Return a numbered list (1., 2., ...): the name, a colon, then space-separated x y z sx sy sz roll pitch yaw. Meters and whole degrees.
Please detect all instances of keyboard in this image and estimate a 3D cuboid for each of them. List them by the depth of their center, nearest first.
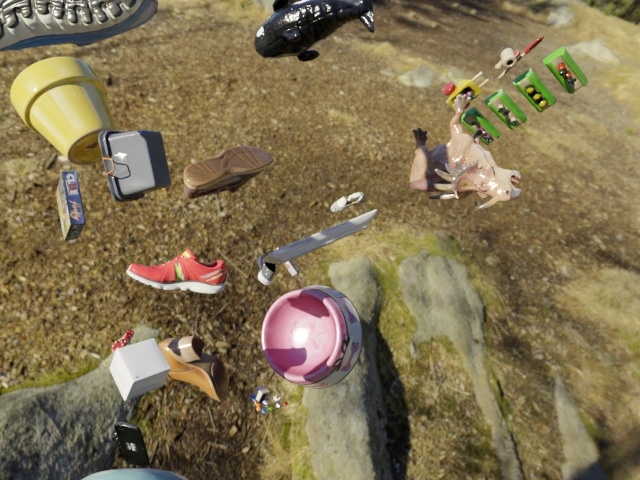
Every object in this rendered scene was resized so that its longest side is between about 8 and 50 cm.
1. keyboard: -0.511 0.540 1.205 0.100 0.192 0.038 10 34 6

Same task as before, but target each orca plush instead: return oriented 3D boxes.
1. orca plush: -0.027 -0.445 0.972 0.287 0.151 0.102 3 49 15

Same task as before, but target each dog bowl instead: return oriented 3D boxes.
1. dog bowl: -0.050 0.366 1.726 0.408 0.408 0.150 44 8 28

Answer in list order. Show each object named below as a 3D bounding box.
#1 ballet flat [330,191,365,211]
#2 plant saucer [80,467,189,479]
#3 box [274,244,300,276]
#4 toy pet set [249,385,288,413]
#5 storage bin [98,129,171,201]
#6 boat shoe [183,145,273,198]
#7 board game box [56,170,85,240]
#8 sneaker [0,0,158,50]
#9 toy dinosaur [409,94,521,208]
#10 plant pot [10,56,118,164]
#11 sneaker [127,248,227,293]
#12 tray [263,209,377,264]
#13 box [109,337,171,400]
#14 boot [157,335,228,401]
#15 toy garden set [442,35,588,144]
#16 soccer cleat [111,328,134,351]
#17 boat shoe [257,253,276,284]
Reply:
1. ballet flat: 0.084 -0.123 1.367 0.114 0.041 0.041 -20 47 -6
2. plant saucer: -0.469 0.634 1.128 0.317 0.317 0.044 8 47 -16
3. box: -0.140 0.086 1.908 0.137 0.027 0.094 54 10 0
4. toy pet set: -0.196 0.562 1.531 0.114 0.065 0.122 35 17 36
5. storage bin: -0.346 -0.147 0.841 0.091 0.135 0.098 -8 7 19
6. boat shoe: -0.317 -0.226 1.535 0.342 0.123 0.123 -31 69 -38
7. board game box: -0.791 -0.104 1.407 0.042 0.243 0.165 -9 85 -35
8. sneaker: -0.372 -0.300 0.586 0.330 0.130 0.147 -3 10 2
9. toy dinosaur: 0.243 -0.140 0.880 0.127 0.296 0.200 24 73 -19
10. plant pot: -0.739 -0.368 1.339 0.254 0.254 0.239 -27 78 -44
11. sneaker: -0.410 0.080 1.297 0.279 0.118 0.107 8 5 -24
12. tray: 0.000 0.000 1.043 0.270 0.145 0.030 -22 88 -15
13. box: -0.445 0.315 1.098 0.102 0.087 0.101 -11 53 -46
14. boot: -0.444 0.431 1.443 0.220 0.283 0.109 -16 35 15
15. toy garden set: 0.406 -0.316 0.954 0.204 0.244 0.049 28 47 -31
16. soccer cleat: -0.548 0.284 1.241 0.029 0.035 0.083 20 35 4
17. boat shoe: -0.219 0.102 1.884 0.080 0.076 0.228 36 16 -14
